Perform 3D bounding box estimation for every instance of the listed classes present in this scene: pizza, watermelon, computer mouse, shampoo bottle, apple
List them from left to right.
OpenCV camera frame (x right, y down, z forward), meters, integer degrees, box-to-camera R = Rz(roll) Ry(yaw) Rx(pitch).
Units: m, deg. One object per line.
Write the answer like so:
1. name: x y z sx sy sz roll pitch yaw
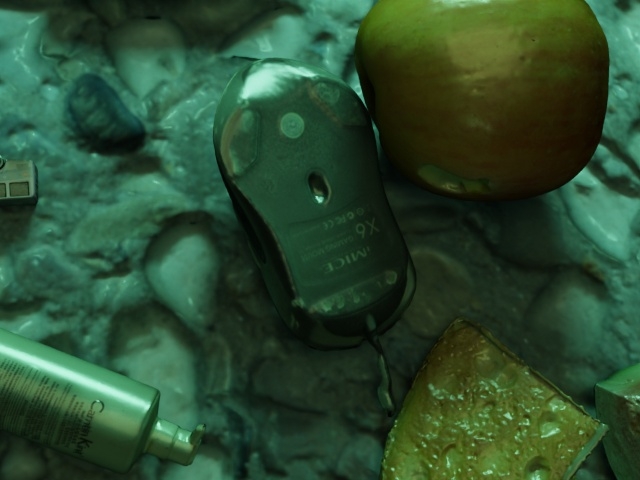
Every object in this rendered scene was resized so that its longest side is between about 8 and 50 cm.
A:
1. shampoo bottle: -0.236 0.149 0.816 0.262 0.085 0.085 22 73 -4
2. computer mouse: 0.000 0.000 0.899 0.167 0.090 0.380 -19 91 -19
3. apple: 0.155 -0.156 0.896 0.240 0.242 0.242 -5 76 -8
4. pizza: 0.158 0.202 0.877 0.188 0.081 0.204 33 74 24
5. watermelon: 0.401 0.201 0.883 0.207 0.202 0.136 -27 120 -13

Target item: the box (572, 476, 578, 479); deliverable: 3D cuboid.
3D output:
1. box: 0.253 0.296 0.892 0.087 0.023 0.155 -43 85 -14

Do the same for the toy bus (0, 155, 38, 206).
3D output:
1. toy bus: -0.347 -0.054 0.877 0.130 0.037 0.052 -5 81 -12
